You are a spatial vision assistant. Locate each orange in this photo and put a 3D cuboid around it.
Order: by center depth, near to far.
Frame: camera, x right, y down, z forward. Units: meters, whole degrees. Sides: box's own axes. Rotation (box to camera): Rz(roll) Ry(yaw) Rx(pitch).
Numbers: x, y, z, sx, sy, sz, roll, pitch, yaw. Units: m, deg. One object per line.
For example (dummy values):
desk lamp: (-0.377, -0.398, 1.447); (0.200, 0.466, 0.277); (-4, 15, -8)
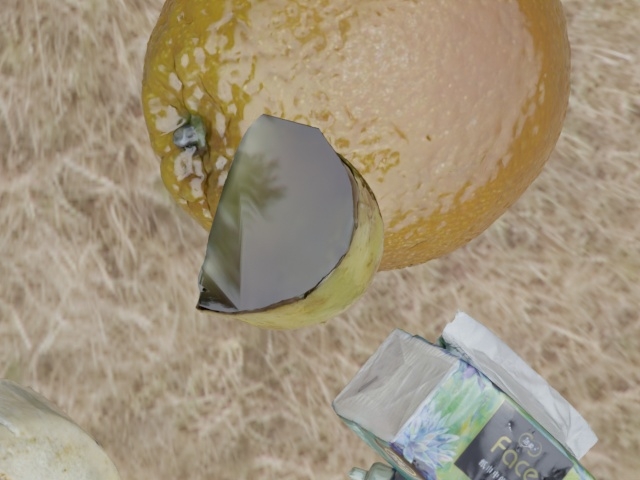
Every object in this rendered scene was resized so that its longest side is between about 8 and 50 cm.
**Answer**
orange: (0.026, -0.132, 1.201); (0.357, 0.322, 0.322); (-20, 109, -35)

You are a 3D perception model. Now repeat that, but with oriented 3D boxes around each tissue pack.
tissue pack: (0.078, 0.092, 0.704); (0.111, 0.085, 0.079); (43, 82, -18)

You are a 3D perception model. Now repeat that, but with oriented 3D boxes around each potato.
potato: (0.000, 0.000, 0.690); (0.066, 0.103, 0.096); (21, 94, 22)

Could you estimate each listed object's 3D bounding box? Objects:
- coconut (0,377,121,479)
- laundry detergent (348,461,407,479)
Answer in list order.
coconut: (-0.180, 0.145, 0.687); (0.162, 0.161, 0.161); (-18, 110, 30)
laundry detergent: (0.106, 0.171, 0.787); (0.206, 0.061, 0.096); (23, 121, 12)
